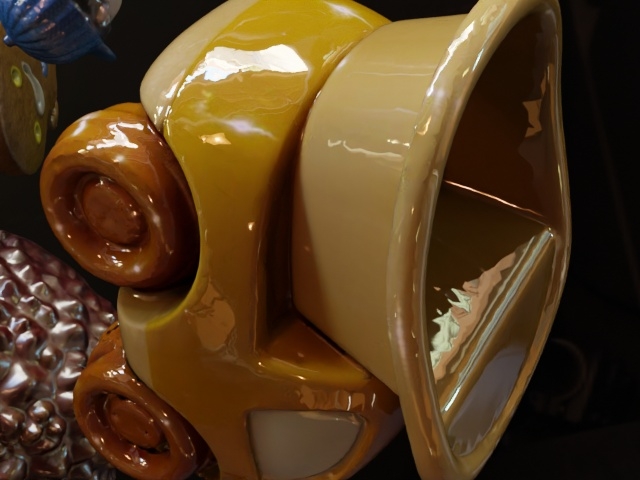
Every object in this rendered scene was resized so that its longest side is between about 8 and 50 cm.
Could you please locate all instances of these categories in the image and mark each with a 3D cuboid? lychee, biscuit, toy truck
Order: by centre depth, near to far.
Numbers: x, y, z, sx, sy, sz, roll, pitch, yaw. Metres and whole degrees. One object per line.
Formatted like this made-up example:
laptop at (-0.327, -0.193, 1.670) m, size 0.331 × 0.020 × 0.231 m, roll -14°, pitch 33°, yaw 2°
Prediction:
toy truck at (0.000, 0.000, 0.551) m, size 0.204 × 0.212 × 0.288 m, roll -48°, pitch 144°, yaw -46°
lychee at (-0.311, 0.138, 0.968) m, size 0.306 × 0.330 × 0.305 m, roll 2°, pitch 107°, yaw 7°
biscuit at (-0.269, -0.159, 0.993) m, size 0.039 × 0.179 × 0.236 m, roll -6°, pitch 48°, yaw 3°

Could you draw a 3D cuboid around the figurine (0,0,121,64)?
figurine at (-0.138, -0.165, 0.669) m, size 0.077 × 0.079 × 0.136 m, roll 43°, pitch 117°, yaw 3°
